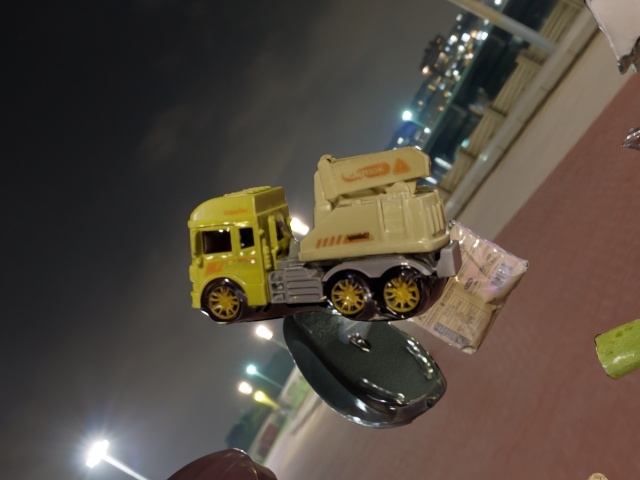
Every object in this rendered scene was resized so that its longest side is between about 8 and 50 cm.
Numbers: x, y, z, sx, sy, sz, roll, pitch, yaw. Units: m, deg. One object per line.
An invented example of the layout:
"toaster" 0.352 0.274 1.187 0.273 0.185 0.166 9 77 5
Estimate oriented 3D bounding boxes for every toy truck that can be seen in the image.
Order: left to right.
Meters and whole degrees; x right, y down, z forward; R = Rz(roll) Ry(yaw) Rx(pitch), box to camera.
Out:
"toy truck" 0.000 0.000 1.103 0.180 0.405 0.254 -22 -74 -71

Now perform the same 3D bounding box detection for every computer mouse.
"computer mouse" 0.079 0.234 1.419 0.203 0.374 0.114 -29 -44 -29

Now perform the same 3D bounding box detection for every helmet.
"helmet" -0.181 0.439 1.115 0.225 0.177 0.305 -16 7 44

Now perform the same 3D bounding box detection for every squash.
"squash" 0.621 0.186 1.378 0.188 0.095 0.095 -38 13 42

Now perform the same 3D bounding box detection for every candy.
"candy" 0.638 -0.454 1.441 0.185 0.195 0.137 -35 -20 32

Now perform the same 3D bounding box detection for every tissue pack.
"tissue pack" 0.328 0.112 1.678 0.256 0.215 0.123 -61 -6 8

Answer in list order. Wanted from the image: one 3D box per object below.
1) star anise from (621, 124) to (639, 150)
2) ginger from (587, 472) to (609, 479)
"star anise" 0.621 -0.173 1.239 0.182 0.195 0.065 -101 8 -65
"ginger" 0.550 0.646 1.473 0.148 0.081 0.333 -136 57 -76
